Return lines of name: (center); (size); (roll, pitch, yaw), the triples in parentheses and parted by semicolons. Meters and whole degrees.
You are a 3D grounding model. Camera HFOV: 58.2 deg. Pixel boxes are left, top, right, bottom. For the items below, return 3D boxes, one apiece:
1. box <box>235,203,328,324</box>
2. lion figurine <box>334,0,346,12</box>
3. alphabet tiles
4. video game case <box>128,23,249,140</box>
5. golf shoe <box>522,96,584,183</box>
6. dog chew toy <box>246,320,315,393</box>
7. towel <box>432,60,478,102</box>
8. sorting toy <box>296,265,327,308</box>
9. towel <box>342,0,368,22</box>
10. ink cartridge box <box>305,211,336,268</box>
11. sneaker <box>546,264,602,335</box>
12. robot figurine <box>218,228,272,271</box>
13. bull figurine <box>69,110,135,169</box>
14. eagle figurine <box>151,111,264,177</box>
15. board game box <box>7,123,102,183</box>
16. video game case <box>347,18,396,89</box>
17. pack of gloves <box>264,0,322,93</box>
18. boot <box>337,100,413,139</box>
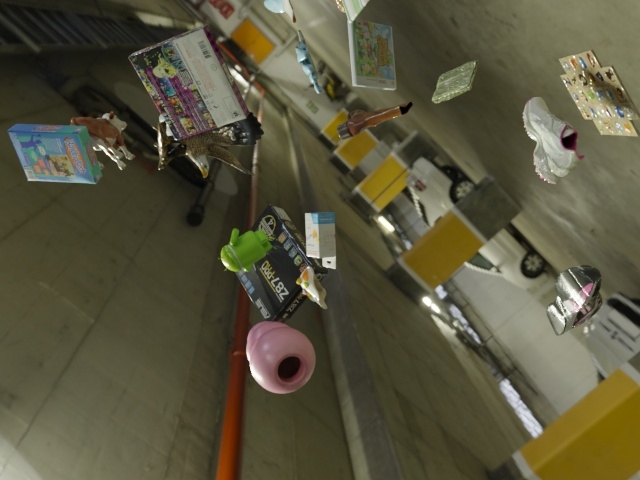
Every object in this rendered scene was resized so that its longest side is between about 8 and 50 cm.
box: (-0.178, 0.097, 2.292); (0.097, 0.318, 0.395); (14, -148, -48)
lion figurine: (0.116, -0.958, 2.051); (0.142, 0.240, 0.392); (22, -166, 0)
alphabet tiles: (0.834, -0.438, 1.730); (0.285, 0.011, 0.342); (56, -173, -10)
video game case: (-0.314, -0.375, 1.391); (0.041, 0.210, 0.232); (-75, -34, -52)
golf shoe: (0.703, -0.321, 1.725); (0.115, 0.140, 0.306); (12, -121, -30)
dog chew toy: (-0.147, 0.359, 1.874); (0.207, 0.206, 0.332); (42, 174, -22)
towel: (0.397, -0.469, 1.699); (0.027, 0.110, 0.148); (32, 156, -29)
sorting toy: (-0.011, 0.111, 1.231); (0.075, 0.045, 0.083); (52, 173, 46)
towel: (0.118, -0.755, 1.754); (0.023, 0.152, 0.113); (-8, -105, -32)
ink cartridge box: (0.000, 0.000, 1.860); (0.062, 0.181, 0.104); (-4, -176, -24)
sneaker: (0.455, 0.096, 1.003); (0.178, 0.077, 0.072); (86, 166, -58)
robot figurine: (-0.166, 0.023, 1.257); (0.067, 0.115, 0.101); (49, 167, 43)
bull figurine: (-0.690, -0.325, 1.841); (0.188, 0.101, 0.310); (53, -168, -5)
eagle figurine: (-0.343, -0.288, 1.738); (0.226, 0.298, 0.225); (-163, 63, -66)
board game box: (-0.727, -0.238, 1.583); (0.047, 0.210, 0.160); (-75, -14, -51)
video game case: (0.173, -0.609, 1.893); (0.193, 0.212, 0.023); (-7, -177, -41)
pack of gloves: (-0.054, -0.339, 0.931); (0.232, 0.046, 0.195); (-97, -13, -64)
boot: (0.228, -0.502, 2.266); (0.264, 0.281, 0.096); (-37, -73, -60)
